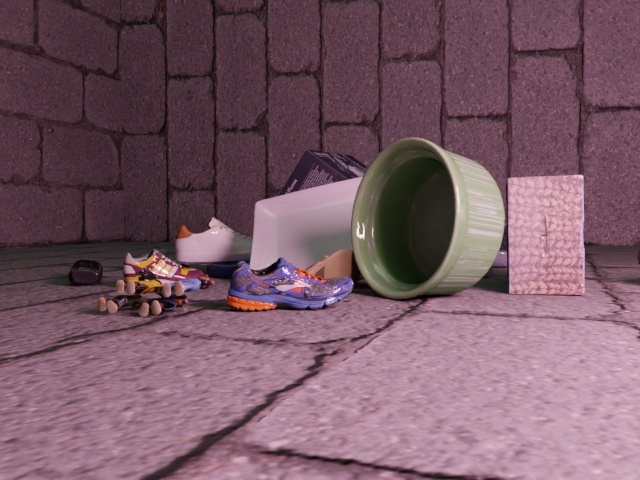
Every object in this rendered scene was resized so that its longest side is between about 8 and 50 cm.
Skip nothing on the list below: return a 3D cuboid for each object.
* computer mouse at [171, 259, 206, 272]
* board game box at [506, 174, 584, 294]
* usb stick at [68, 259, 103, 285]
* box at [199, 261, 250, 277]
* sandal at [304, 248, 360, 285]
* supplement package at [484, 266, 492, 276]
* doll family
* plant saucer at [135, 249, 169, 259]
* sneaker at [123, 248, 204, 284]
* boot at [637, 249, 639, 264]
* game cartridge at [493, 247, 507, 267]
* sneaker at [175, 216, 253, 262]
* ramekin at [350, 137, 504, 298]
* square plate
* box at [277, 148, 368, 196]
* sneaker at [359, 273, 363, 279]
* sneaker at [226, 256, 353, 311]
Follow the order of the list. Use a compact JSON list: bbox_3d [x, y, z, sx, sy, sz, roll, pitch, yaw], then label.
[{"bbox_3d":[-0.404,0.068,1.830,0.192,0.042,0.106,1,1,25],"label":"computer mouse"},{"bbox_3d":[0.471,-0.015,1.396,0.141,0.232,0.291,-1,2,15],"label":"board game box"},{"bbox_3d":[-0.579,0.078,1.618,0.077,0.045,0.278,6,0,-19],"label":"usb stick"},{"bbox_3d":[-0.194,0.075,1.687,0.225,0.037,0.136,2,3,43],"label":"box"},{"bbox_3d":[-0.001,0.066,1.285,0.079,0.088,0.240,1,9,25],"label":"sandal"},{"bbox_3d":[0.329,0.039,1.648,0.179,0.105,0.105,0,2,-16],"label":"supplement package"},{"bbox_3d":[-0.265,0.086,1.081,0.192,0.076,0.111,6,0,19],"label":"doll family"},{"bbox_3d":[-0.499,0.060,1.925,0.119,0.021,0.119,-23,-9,-4],"label":"plant saucer"},{"bbox_3d":[-0.353,0.061,1.488,0.185,0.084,0.069,-2,3,-33],"label":"sneaker"},{"bbox_3d":[0.747,0.029,1.199,0.366,0.146,0.445,9,4,-11],"label":"boot"},{"bbox_3d":[0.482,0.049,2.039,0.195,0.060,0.294,-4,2,6],"label":"game cartridge"},{"bbox_3d":[-0.243,-0.002,1.763,0.289,0.123,0.106,0,-2,-19],"label":"sneaker"},{"bbox_3d":[0.206,-0.035,1.261,0.148,0.304,0.303,7,-2,-34],"label":"ramekin"},{"bbox_3d":[0.006,-0.023,1.554,0.343,0.049,0.347,-13,35,7],"label":"square plate"},{"bbox_3d":[0.100,-0.095,1.857,0.312,0.179,0.343,37,17,17],"label":"box"},{"bbox_3d":[0.020,0.040,1.643,0.296,0.112,0.131,22,-15,40],"label":"sneaker"},{"bbox_3d":[-0.049,0.072,1.113,0.221,0.087,0.083,-1,3,-15],"label":"sneaker"}]
